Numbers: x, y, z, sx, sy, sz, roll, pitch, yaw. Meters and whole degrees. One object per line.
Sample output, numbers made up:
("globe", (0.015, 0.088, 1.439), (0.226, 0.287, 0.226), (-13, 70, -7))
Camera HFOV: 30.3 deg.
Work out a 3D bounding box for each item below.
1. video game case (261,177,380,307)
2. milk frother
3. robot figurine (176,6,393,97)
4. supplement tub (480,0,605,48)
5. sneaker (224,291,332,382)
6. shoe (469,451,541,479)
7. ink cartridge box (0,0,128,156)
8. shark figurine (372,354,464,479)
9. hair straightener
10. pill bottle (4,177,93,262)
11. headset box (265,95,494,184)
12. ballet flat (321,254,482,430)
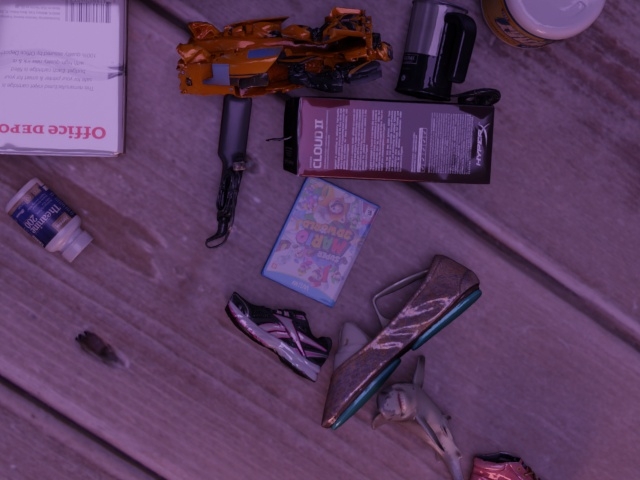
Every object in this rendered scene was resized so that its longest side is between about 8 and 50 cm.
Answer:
("video game case", (0.000, 0.000, 1.749), (0.119, 0.015, 0.166), (25, 91, -8))
("milk frother", (0.196, -0.267, 1.723), (0.143, 0.129, 0.135), (8, 94, -50))
("robot figurine", (-0.046, -0.260, 1.634), (0.291, 0.211, 0.085), (-5, 118, 4))
("supplement tub", (0.308, -0.347, 1.667), (0.144, 0.199, 0.144), (0, 93, -6))
("sneaker", (-0.059, 0.127, 1.733), (0.178, 0.072, 0.077), (40, 77, -15))
("shoe", (0.311, 0.368, 1.783), (0.178, 0.063, 0.081), (6, 98, -2))
("ink cartridge box", (-0.372, -0.258, 1.639), (0.207, 0.117, 0.283), (1, 93, -7))
("shark figurine", (0.139, 0.291, 1.759), (0.116, 0.166, 0.278), (-21, 121, 23))
("hair straightener", (-0.135, -0.100, 1.690), (0.047, 0.089, 0.230), (12, 92, -9))
("pill bottle", (-0.383, -0.027, 1.678), (0.120, 0.067, 0.067), (44, 88, -7))
("headset box", (0.072, -0.141, 1.646), (0.293, 0.218, 0.110), (2, 95, -7))
("ballet flat", (0.095, 0.141, 1.738), (0.316, 0.107, 0.106), (-42, 77, -7))
